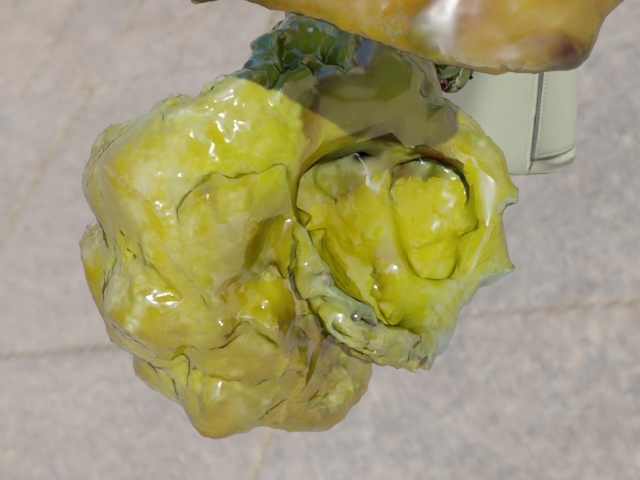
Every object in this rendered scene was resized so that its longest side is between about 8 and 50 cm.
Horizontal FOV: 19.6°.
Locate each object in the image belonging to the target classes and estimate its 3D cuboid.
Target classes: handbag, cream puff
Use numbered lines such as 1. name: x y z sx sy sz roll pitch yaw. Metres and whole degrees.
1. handbag: 0.139 -0.222 1.479 0.109 0.315 0.241 -7 23 -11
2. cream puff: -0.001 -0.001 1.057 0.282 0.282 0.185 -39 53 -16

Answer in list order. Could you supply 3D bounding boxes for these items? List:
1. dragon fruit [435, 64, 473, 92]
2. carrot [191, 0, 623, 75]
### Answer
1. dragon fruit: 0.047 -0.146 1.306 0.175 0.138 0.142 34 91 36
2. carrot: 0.043 -0.248 0.799 0.241 0.341 0.241 -2 10 0
